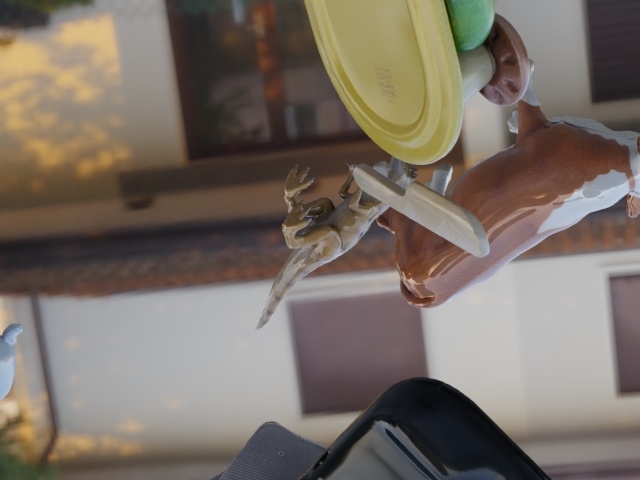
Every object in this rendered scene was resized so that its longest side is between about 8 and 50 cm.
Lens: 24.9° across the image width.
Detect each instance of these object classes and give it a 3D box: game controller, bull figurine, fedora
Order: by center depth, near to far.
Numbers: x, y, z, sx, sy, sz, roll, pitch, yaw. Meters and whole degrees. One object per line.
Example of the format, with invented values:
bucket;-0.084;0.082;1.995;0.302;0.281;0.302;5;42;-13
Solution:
game controller;0.034;0.231;0.982;0.067;0.166;0.319;-19;154;-52
bull figurine;0.194;-0.058;1.423;0.310;0.101;0.188;-32;-132;9
fedora;-0.060;0.293;1.670;0.244;0.124;0.275;-50;169;32

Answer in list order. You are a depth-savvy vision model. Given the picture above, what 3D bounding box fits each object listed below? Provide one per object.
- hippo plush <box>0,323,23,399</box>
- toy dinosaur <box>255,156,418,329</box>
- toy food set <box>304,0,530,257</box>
hippo plush;-0.461;0.154;1.788;0.234;0.294;0.236;-50;179;34
toy dinosaur;0.000;0.000;1.250;0.211;0.112;0.064;-42;-136;6
toy food set;0.052;-0.114;0.732;0.071;0.218;0.128;-26;-154;-22
